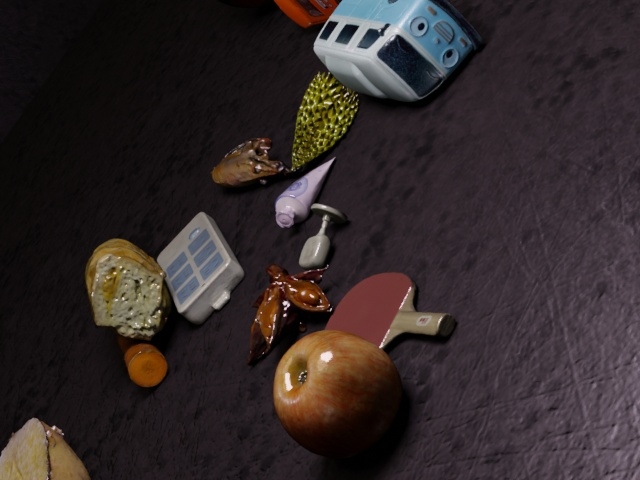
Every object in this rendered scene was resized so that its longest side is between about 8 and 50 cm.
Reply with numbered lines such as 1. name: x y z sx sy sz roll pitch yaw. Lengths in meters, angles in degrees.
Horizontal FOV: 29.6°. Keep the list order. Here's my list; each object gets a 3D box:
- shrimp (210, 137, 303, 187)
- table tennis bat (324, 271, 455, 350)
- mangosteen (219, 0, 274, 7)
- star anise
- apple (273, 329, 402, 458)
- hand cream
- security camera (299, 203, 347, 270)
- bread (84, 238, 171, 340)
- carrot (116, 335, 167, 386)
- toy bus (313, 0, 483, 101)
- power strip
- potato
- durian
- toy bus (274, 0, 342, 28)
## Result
1. shrimp: -0.104 -0.145 2.030 0.262 0.066 0.117 -3 52 53
2. table tennis bat: 0.080 0.099 1.468 0.246 0.022 0.138 -1 55 60
3. mangosteen: -0.136 -0.644 2.499 0.306 0.306 0.359 -33 7 32
4. star anise: -0.057 0.097 1.646 0.212 0.053 0.157 4 58 57
5. apple: 0.017 0.168 1.345 0.146 0.131 0.146 -34 36 29
6. hand cream: -0.031 -0.073 1.841 0.084 0.053 0.142 -28 23 39
7. security camera: 0.000 0.000 1.700 0.058 0.058 0.092 -2 66 57
8. bread: -0.315 0.074 1.954 0.129 0.152 0.267 -20 10 -10
9. carrot: -0.294 0.175 1.923 0.061 0.061 0.209 -52 22 -3
10. toy bus: 0.105 -0.296 1.814 0.165 0.133 0.271 -52 25 -3
11. power strip: -0.196 0.040 1.953 0.118 0.046 0.270 -49 25 5
12. potato: -0.398 0.410 1.714 0.239 0.116 0.299 -41 38 31
13. durian: 0.002 -0.209 1.934 0.100 0.086 0.215 -38 24 55
14. toy bus: 0.017 -0.476 2.184 0.329 0.143 0.153 5 60 58
